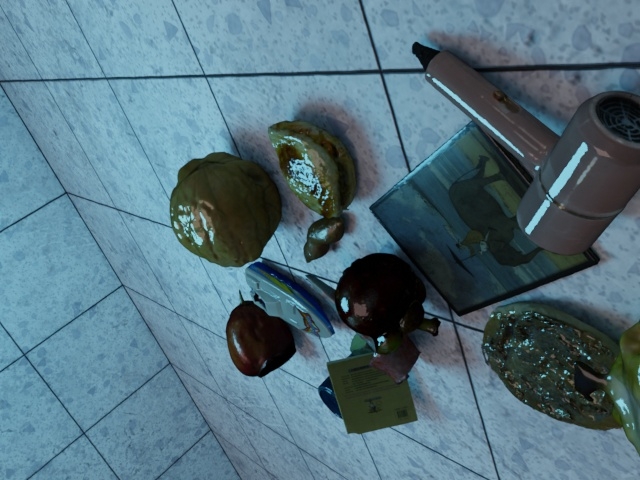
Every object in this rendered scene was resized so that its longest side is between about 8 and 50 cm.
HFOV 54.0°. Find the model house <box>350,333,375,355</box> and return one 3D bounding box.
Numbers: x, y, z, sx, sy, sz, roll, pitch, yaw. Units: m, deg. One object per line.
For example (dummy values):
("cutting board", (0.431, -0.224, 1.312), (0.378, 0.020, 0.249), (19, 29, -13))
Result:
("model house", (0.119, 0.248, 1.431), (0.083, 0.066, 0.079), (38, 143, -14))

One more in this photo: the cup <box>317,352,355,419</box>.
("cup", (0.086, 0.348, 1.496), (0.150, 0.138, 0.113), (0, 124, 55))

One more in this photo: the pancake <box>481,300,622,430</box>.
("pancake", (0.378, 0.202, 1.007), (0.282, 0.049, 0.282), (36, 149, 26))

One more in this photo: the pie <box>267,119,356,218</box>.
("pie", (-0.020, -0.130, 1.149), (0.179, 0.084, 0.205), (25, 145, 38))

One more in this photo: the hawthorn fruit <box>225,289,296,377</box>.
("hawthorn fruit", (-0.181, 0.256, 1.737), (0.189, 0.189, 0.251), (-16, 103, 59))

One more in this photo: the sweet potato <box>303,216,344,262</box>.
("sweet potato", (-0.002, -0.003, 1.305), (0.065, 0.051, 0.218), (46, 151, 3))

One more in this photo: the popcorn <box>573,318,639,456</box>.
("popcorn", (0.463, 0.219, 0.719), (0.315, 0.281, 0.297), (69, -167, 6))

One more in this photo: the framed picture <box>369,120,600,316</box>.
("framed picture", (0.233, -0.015, 0.997), (0.265, 0.016, 0.347), (50, 152, 0))

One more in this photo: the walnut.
("walnut", (-0.204, -0.062, 1.365), (0.224, 0.257, 0.257), (-113, 5, -55))

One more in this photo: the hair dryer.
("hair dryer", (0.231, -0.154, 0.767), (0.344, 0.107, 0.189), (46, 151, 22))

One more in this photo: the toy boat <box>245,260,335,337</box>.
("toy boat", (-0.074, 0.162, 1.560), (0.295, 0.088, 0.129), (29, 145, 35))

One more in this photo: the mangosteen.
("mangosteen", (0.112, 0.114, 1.151), (0.184, 0.172, 0.172), (68, 154, 14))

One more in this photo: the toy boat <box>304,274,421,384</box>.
("toy boat", (0.077, 0.165, 1.294), (0.282, 0.096, 0.206), (40, -172, 4))

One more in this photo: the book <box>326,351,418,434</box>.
("book", (0.117, 0.341, 1.409), (0.013, 0.168, 0.192), (-85, -20, -72))
